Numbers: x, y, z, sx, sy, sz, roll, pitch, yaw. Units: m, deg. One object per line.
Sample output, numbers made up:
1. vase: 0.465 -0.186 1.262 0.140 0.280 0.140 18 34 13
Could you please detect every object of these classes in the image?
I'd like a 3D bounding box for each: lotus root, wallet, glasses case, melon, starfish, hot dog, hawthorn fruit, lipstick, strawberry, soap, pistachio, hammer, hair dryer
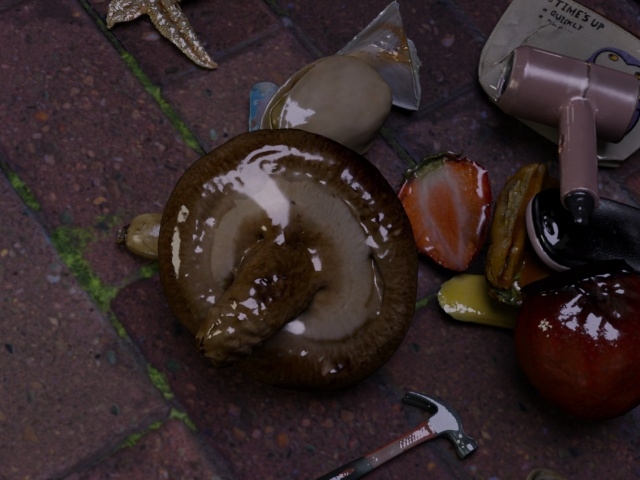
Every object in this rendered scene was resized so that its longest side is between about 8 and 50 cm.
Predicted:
1. lotus root: -0.203 -0.005 1.801 0.151 0.063 0.072 -3 51 -9
2. wallet: 0.398 -0.262 2.031 0.335 0.068 0.275 35 68 9
3. glasses case: 0.414 0.010 1.827 0.314 0.075 0.122 14 54 -28
4. melon: 0.087 -0.286 1.995 0.139 0.093 0.203 -6 56 -3
5. starfish: -0.230 -0.386 2.030 0.295 0.048 0.231 42 63 15
6. hot dog: 0.283 -0.009 1.836 0.115 0.072 0.269 50 41 -20
7. hawthorn fruit: 0.345 0.145 1.708 0.189 0.251 0.189 -6 31 4
8. lipstick: -0.081 -0.153 1.914 0.048 0.048 0.158 3 59 -6
9. strawberry: 0.185 -0.038 1.856 0.146 0.082 0.187 -26 64 25
10. soap: 0.242 0.081 1.831 0.168 0.033 0.089 8 50 -4
11. pistachio: 0.011 -0.180 1.890 0.223 0.126 0.152 -33 111 -33
12. hammer: 0.057 0.286 1.685 0.287 0.033 0.111 -26 67 -21
13. hair dryer: 0.340 -0.138 1.817 0.189 0.107 0.344 16 39 -4

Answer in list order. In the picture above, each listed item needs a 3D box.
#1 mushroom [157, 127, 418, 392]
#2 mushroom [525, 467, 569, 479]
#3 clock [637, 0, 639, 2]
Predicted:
1. mushroom: -0.041 0.023 1.700 0.345 0.345 0.239 -35 26 -25
2. mushroom: 0.437 0.361 1.644 0.397 0.126 0.177 4 31 -8
3. clock: 0.575 -0.473 2.202 0.214 0.042 0.215 4 60 -6
